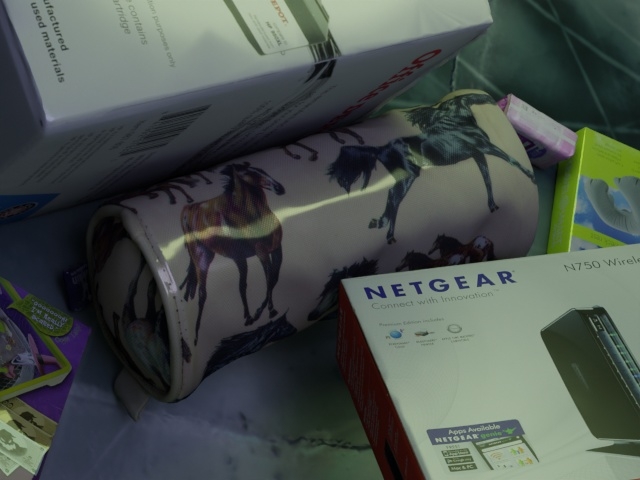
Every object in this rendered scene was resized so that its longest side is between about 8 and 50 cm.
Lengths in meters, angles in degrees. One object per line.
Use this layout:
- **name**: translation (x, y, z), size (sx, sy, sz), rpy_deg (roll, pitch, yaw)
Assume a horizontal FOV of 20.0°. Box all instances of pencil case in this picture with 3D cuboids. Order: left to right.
- **pencil case**: translation (0.000, 0.000, 1.497), size (0.410, 0.183, 0.160), rpy_deg (-20, 57, -33)

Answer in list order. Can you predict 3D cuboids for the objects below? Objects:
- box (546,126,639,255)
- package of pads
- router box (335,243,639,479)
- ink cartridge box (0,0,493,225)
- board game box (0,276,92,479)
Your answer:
- **box**: translation (0.271, -0.006, 1.719), size (0.109, 0.042, 0.178), rpy_deg (21, 64, -22)
- **package of pads**: translation (0.194, -0.101, 1.700), size (0.083, 0.050, 0.032), rpy_deg (29, 62, -19)
- **router box**: translation (0.207, 0.130, 1.352), size (0.336, 0.082, 0.301), rpy_deg (-7, 38, -14)
- **ink cartridge box**: translation (-0.113, -0.151, 1.403), size (0.395, 0.285, 0.166), rpy_deg (-16, 83, -33)
- **board game box**: translation (-0.345, 0.065, 1.310), size (0.347, 0.056, 0.208), rpy_deg (32, 49, -18)
